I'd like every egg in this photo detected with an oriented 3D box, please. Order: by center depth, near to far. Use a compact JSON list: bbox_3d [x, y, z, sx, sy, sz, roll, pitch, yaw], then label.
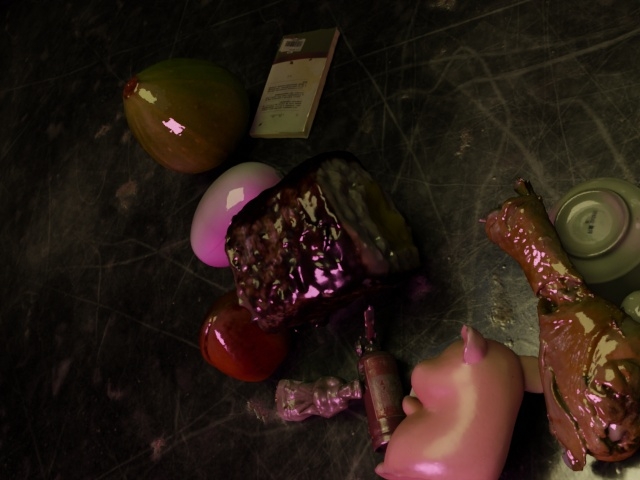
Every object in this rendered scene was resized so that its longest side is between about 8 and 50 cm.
[{"bbox_3d":[-0.180,-0.055,1.629,0.271,0.196,0.196,-41,49,33],"label":"egg"}]

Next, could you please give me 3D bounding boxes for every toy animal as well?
[{"bbox_3d":[0.219,0.279,1.152,0.213,0.195,0.256,-7,64,61],"label":"toy animal"}]

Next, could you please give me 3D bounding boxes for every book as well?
[{"bbox_3d":[-0.066,-0.388,1.800,0.201,0.026,0.289,8,75,42],"label":"book"}]

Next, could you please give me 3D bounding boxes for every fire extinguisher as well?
[{"bbox_3d":[0.115,0.244,1.308,0.106,0.075,0.252,124,144,-49],"label":"fire extinguisher"}]

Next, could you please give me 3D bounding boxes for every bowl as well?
[{"bbox_3d":[0.441,-0.010,1.140,0.211,0.112,0.211,-16,61,32],"label":"bowl"}]

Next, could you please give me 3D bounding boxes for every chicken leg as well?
[{"bbox_3d":[0.358,0.107,1.061,0.201,0.153,0.429,-38,72,46],"label":"chicken leg"}]

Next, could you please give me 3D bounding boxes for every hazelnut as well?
[{"bbox_3d":[-0.165,0.187,1.492,0.208,0.208,0.208,-18,59,33],"label":"hazelnut"}]

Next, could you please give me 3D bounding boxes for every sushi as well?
[{"bbox_3d":[-0.003,0.001,1.391,0.294,0.281,0.299,-34,59,31],"label":"sushi"}]

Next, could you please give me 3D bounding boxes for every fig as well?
[{"bbox_3d":[-0.343,-0.321,1.804,0.316,0.316,0.316,-18,59,33],"label":"fig"}]

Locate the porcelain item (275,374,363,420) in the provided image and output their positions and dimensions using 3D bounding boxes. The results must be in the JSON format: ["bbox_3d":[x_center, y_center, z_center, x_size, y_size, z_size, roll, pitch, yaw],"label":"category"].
[{"bbox_3d":[0.004,0.293,1.361,0.216,0.069,0.081,-20,63,47],"label":"porcelain item"}]

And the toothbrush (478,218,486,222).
[{"bbox_3d":[0.328,-0.032,1.314,0.097,0.008,0.006,9,62,43],"label":"toothbrush"}]

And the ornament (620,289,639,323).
[{"bbox_3d":[0.513,0.108,1.046,0.156,0.081,0.075,7,56,39],"label":"ornament"}]
